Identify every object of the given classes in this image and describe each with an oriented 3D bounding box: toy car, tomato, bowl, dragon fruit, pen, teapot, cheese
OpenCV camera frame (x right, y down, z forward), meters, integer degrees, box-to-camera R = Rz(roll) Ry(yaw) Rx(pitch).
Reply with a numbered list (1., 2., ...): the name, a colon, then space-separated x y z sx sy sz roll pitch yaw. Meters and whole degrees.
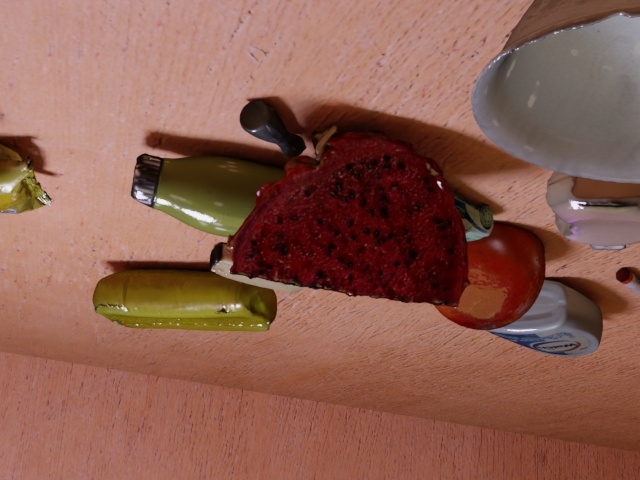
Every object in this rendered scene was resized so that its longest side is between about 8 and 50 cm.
1. toy car: 0.158 -0.033 1.367 0.090 0.076 0.224 -11 155 42
2. tomato: 0.262 0.069 1.547 0.200 0.139 0.233 -3 161 10
3. bowl: 0.285 -0.166 0.781 0.313 0.146 0.313 7 164 2
4. dragon fruit: 0.039 -0.046 1.230 0.317 0.205 0.152 11 -167 -17
5. pen: 0.575 0.093 1.688 0.028 0.028 0.239 -7 157 38
6. teapot: -0.056 -0.133 1.191 0.043 0.043 0.110 -2 163 25
7. cheese: 0.382 -0.031 1.280 0.163 0.082 0.286 4 163 13

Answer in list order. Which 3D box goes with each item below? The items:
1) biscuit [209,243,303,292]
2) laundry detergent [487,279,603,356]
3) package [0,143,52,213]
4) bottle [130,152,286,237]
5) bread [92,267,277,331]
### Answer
1. biscuit: -0.112 0.051 1.781 0.188 0.052 0.056 15 145 -26
2. laundry detergent: 0.428 0.157 1.824 0.215 0.105 0.280 -5 160 33
3. package: -0.514 -0.094 1.404 0.226 0.090 0.168 9 161 -5
4. bottle: -0.130 -0.061 1.329 0.260 0.112 0.112 11 162 -12
5. bread: -0.272 0.113 1.935 0.383 0.112 0.166 0 158 20
